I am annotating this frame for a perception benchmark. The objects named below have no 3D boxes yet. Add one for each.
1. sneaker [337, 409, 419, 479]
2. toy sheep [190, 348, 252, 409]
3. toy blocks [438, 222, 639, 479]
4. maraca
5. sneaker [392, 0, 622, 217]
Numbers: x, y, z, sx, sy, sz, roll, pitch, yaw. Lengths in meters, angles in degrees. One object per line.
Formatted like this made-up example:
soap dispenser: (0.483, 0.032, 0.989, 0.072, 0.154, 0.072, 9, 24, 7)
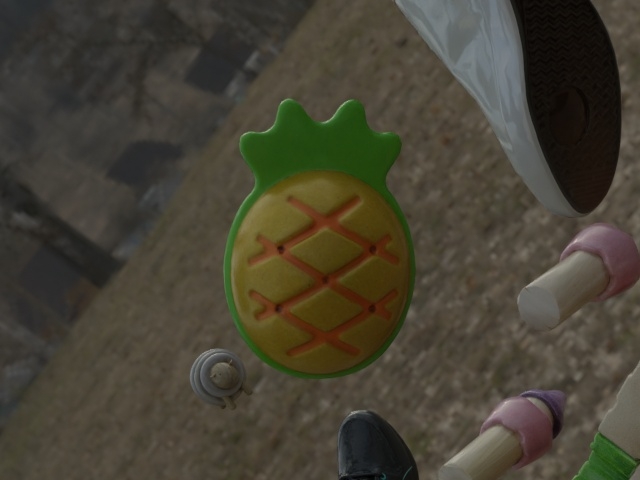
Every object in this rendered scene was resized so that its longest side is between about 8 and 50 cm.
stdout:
sneaker: (0.065, 0.328, 1.661, 0.101, 0.106, 0.267, -17, 70, 19)
toy sheep: (-0.147, 0.199, 2.025, 0.091, 0.091, 0.132, -57, 13, -19)
toy blocks: (0.318, 0.163, 1.246, 0.260, 0.309, 0.288, -29, -33, -45)
maraca: (0.000, 0.000, 0.921, 0.099, 0.127, 0.185, -145, 55, -79)
sneaker: (0.124, -0.152, 1.003, 0.106, 0.290, 0.123, -33, 19, -33)
